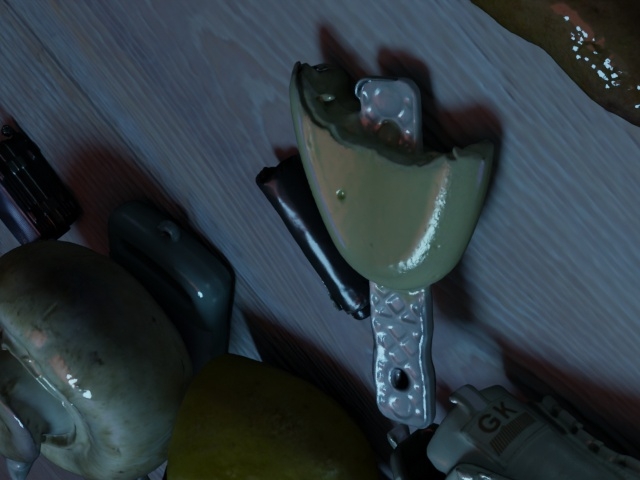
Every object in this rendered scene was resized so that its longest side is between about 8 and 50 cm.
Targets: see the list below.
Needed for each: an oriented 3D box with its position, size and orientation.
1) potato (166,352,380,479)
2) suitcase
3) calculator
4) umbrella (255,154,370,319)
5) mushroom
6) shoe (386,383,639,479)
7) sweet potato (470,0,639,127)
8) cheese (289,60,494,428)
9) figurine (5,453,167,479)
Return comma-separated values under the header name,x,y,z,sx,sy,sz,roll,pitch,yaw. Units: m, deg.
name,x,y,z,sx,sy,sz,roll,pitch,yaw
potato,-0.023,0.208,0.769,0.158,0.178,0.204,3,87,31
suitcase,-0.318,-0.052,0.935,0.126,0.059,0.086,55,148,-9
calculator,-0.149,0.061,0.864,0.141,0.045,0.246,37,145,18
umbrella,0.001,0.000,0.635,0.036,0.031,0.133,-13,114,56
mushroom,-0.226,0.119,0.810,0.255,0.184,0.255,16,128,22
shoe,0.142,0.159,0.558,0.316,0.124,0.159,-27,94,56
sweet potato,0.097,-0.116,0.384,0.218,0.051,0.065,50,145,-1
cheese,0.045,0.009,0.540,0.127,0.050,0.235,11,116,32
figurine,-0.252,0.243,1.038,0.421,0.193,0.154,46,144,-4
